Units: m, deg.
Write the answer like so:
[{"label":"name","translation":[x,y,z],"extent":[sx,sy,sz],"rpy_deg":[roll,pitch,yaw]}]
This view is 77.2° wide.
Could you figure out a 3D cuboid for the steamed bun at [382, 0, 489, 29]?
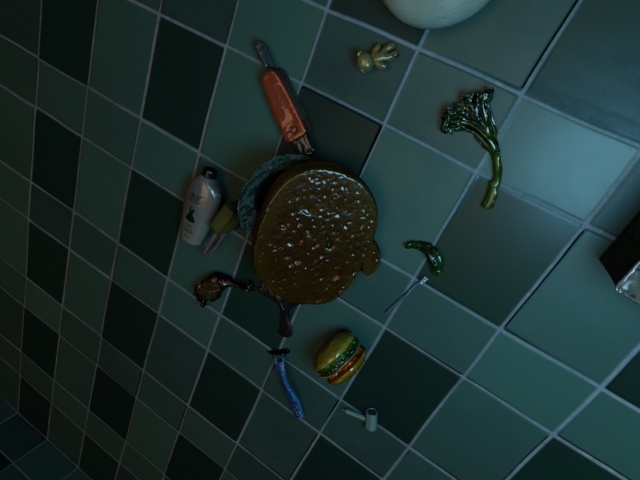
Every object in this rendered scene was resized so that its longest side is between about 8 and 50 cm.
[{"label":"steamed bun","translation":[0.228,-0.564,0.765],"extent":[0.283,0.177,0.282],"rpy_deg":[8,109,23]}]

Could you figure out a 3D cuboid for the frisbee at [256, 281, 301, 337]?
[{"label":"frisbee","translation":[-0.130,0.200,1.278],"extent":[0.187,0.012,0.211],"rpy_deg":[33,118,13]}]

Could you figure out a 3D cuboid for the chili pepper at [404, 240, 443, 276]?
[{"label":"chili pepper","translation":[0.274,0.037,1.021],"extent":[0.118,0.035,0.055],"rpy_deg":[44,102,2]}]

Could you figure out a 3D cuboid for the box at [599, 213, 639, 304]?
[{"label":"box","translation":[0.714,0.003,0.714],"extent":[0.225,0.190,0.297],"rpy_deg":[32,118,13]}]

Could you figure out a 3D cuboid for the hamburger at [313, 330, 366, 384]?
[{"label":"hamburger","translation":[0.055,0.336,1.153],"extent":[0.115,0.162,0.162],"rpy_deg":[47,120,3]}]

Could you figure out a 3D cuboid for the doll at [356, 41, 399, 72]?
[{"label":"doll","translation":[0.131,-0.424,0.930],"extent":[0.093,0.051,0.061],"rpy_deg":[-19,91,28]}]

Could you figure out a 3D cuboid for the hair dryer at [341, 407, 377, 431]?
[{"label":"hair dryer","translation":[0.121,0.547,1.263],"extent":[0.124,0.038,0.063],"rpy_deg":[10,109,30]}]

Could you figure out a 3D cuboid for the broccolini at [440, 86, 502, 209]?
[{"label":"broccolini","translation":[0.341,-0.196,0.908],"extent":[0.123,0.062,0.271],"rpy_deg":[-2,108,36]}]

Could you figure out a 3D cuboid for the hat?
[{"label":"hat","translation":[-0.118,-0.131,1.092],"extent":[0.128,0.266,0.265],"rpy_deg":[44,128,50]}]

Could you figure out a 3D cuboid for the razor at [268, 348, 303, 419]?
[{"label":"razor","translation":[-0.108,0.484,1.344],"extent":[0.082,0.042,0.253],"rpy_deg":[-12,102,27]}]

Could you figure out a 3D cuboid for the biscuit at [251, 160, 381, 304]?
[{"label":"biscuit","translation":[0.000,-0.004,1.060],"extent":[0.351,0.070,0.394],"rpy_deg":[23,112,-14]}]

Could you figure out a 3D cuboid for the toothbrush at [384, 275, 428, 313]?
[{"label":"toothbrush","translation":[0.232,0.152,1.091],"extent":[0.014,0.011,0.167],"rpy_deg":[41,119,2]}]

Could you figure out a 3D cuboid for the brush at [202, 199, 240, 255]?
[{"label":"brush","translation":[-0.304,-0.030,1.237],"extent":[0.047,0.103,0.233],"rpy_deg":[48,121,8]}]

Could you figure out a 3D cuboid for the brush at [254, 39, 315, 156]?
[{"label":"brush","translation":[-0.100,-0.369,1.057],"extent":[0.070,0.051,0.323],"rpy_deg":[-21,96,32]}]

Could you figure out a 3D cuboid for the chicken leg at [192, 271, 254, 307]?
[{"label":"chicken leg","translation":[-0.333,0.156,1.340],"extent":[0.253,0.051,0.105],"rpy_deg":[-16,105,28]}]

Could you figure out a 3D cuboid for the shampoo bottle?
[{"label":"shampoo bottle","translation":[-0.372,-0.110,1.255],"extent":[0.127,0.078,0.256],"rpy_deg":[31,115,18]}]
